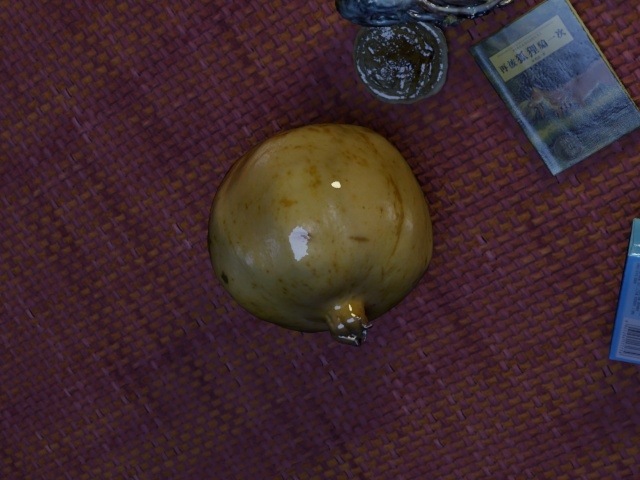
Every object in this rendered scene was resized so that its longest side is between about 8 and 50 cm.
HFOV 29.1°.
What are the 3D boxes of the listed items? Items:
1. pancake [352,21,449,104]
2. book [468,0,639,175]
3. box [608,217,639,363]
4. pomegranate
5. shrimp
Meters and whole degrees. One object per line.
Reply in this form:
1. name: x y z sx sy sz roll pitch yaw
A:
1. pancake: 0.119 -0.271 1.825 0.152 0.025 0.151 6 112 16
2. book: 0.341 -0.223 1.780 0.160 0.024 0.228 -30 101 27
3. box: 0.503 0.084 1.778 0.143 0.083 0.232 9 135 13
4. pomegranate: 0.000 0.000 1.792 0.342 0.342 0.342 6 112 14
5. shrimp: 0.197 -0.353 1.696 0.372 0.137 0.172 -14 68 25
